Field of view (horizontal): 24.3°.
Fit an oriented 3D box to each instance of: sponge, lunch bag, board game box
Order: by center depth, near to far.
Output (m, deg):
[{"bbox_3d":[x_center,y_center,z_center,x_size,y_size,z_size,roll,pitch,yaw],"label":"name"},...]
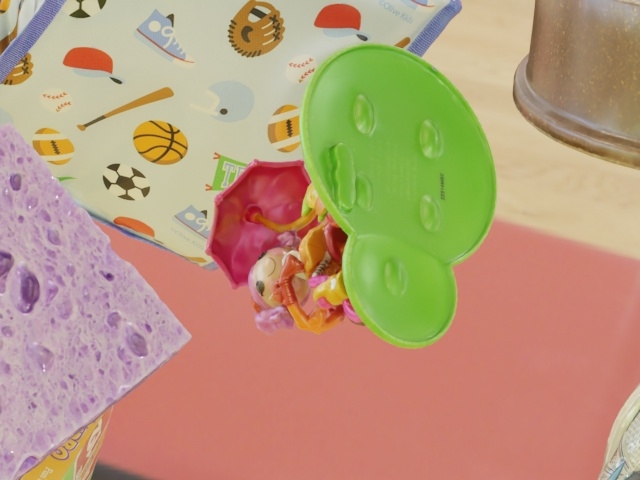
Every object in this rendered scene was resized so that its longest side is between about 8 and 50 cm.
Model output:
[{"bbox_3d":[-0.163,0.056,0.556,0.210,0.031,0.117,-39,89,-31],"label":"sponge"},{"bbox_3d":[-0.237,0.234,1.183,0.039,0.124,0.259,25,35,5],"label":"board game box"},{"bbox_3d":[-0.128,-0.185,1.374,0.328,0.385,0.239,28,20,-26],"label":"lunch bag"}]

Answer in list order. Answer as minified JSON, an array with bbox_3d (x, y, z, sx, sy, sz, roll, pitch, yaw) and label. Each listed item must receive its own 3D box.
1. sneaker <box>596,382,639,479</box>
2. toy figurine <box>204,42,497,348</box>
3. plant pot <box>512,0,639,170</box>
[{"bbox_3d":[0.272,0.228,1.229,0.110,0.283,0.122,29,18,-9],"label":"sneaker"},{"bbox_3d":[0.000,0.000,0.832,0.130,0.159,0.173,16,61,-31],"label":"toy figurine"},{"bbox_3d":[0.133,-0.118,0.394,0.167,0.165,0.167,-4,23,2],"label":"plant pot"}]
